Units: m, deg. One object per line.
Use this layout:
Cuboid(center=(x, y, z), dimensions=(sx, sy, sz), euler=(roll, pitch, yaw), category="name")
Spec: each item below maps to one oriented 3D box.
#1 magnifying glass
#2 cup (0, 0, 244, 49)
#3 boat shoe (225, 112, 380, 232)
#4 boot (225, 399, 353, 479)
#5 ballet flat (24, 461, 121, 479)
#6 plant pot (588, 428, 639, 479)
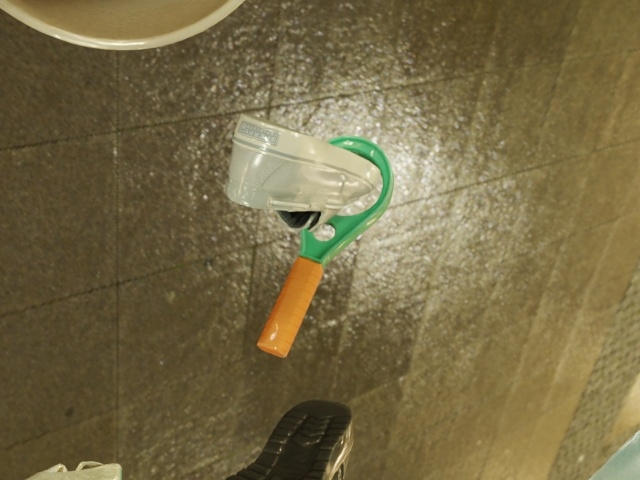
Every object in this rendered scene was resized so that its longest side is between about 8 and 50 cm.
Cuboid(center=(0.000, 0.000, 0.737), dimensions=(0.026, 0.092, 0.231), euler=(81, 31, -67), category="magnifying glass")
Cuboid(center=(-0.180, -0.373, 0.733), dimensions=(0.330, 0.237, 0.331), euler=(-1, 118, -1), category="cup")
Cuboid(center=(-0.017, -0.050, 0.677), dimensions=(0.227, 0.079, 0.081), euler=(7, 105, -67), category="boat shoe")
Cuboid(center=(-0.022, 0.224, 0.561), dimensions=(0.198, 0.076, 0.137), euler=(-34, 125, -53), category="boot")
Cuboid(center=(-0.381, 0.366, 1.195), dimensions=(0.168, 0.052, 0.057), euler=(-3, 137, 7), category="ballet flat")
Cuboid(center=(0.373, 0.262, 0.703), dimensions=(0.293, 0.196, 0.293), euler=(-28, 146, -21), category="plant pot")
